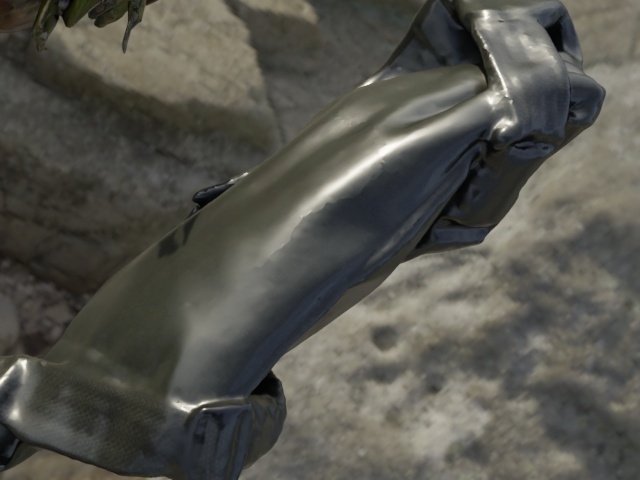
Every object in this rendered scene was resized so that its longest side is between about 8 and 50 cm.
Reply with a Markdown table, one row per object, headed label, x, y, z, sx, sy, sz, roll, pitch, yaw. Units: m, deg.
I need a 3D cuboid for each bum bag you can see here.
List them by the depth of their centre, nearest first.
| label | x | y | z | sx | sy | sz | roll | pitch | yaw |
| --- | --- | --- | --- | --- | --- | --- | --- | --- | --- |
| bum bag | 0.000 | 0.000 | 0.565 | 0.326 | 0.142 | 0.079 | -40 | 125 | -19 |

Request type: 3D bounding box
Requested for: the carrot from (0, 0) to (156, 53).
| label | x | y | z | sx | sy | sz | roll | pitch | yaw |
| --- | --- | --- | --- | --- | --- | --- | --- | --- | --- |
| carrot | -0.178 | -0.215 | 0.665 | 0.331 | 0.214 | 0.193 | 36 | 12 | 11 |
